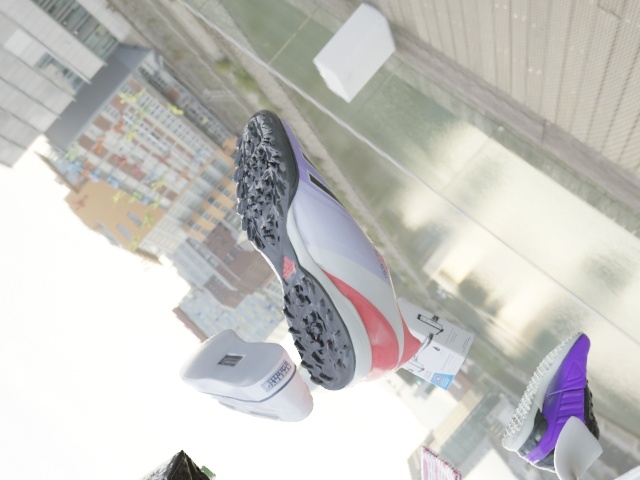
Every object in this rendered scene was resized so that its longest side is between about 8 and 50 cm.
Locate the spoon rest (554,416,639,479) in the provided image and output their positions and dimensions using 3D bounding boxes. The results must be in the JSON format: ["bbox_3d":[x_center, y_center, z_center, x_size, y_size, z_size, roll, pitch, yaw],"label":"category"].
[{"bbox_3d":[0.308,0.231,0.557,0.137,0.084,0.276,51,166,-6],"label":"spoon rest"}]

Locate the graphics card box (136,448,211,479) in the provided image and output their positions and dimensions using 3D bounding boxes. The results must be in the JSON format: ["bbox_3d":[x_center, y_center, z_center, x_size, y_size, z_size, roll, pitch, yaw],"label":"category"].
[{"bbox_3d":[-0.291,0.523,0.981,0.232,0.371,0.094,51,-166,-9],"label":"graphics card box"}]

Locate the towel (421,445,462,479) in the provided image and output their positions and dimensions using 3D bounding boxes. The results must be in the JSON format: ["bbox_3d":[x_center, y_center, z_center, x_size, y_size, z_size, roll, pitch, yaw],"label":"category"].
[{"bbox_3d":[0.274,0.576,1.440,0.029,0.144,0.197,2,179,-15],"label":"towel"}]

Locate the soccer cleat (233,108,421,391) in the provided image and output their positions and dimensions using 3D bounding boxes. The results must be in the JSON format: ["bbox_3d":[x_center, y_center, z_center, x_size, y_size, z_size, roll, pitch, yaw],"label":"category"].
[{"bbox_3d":[0.000,0.000,0.663,0.117,0.108,0.318,-6,-117,-38],"label":"soccer cleat"}]

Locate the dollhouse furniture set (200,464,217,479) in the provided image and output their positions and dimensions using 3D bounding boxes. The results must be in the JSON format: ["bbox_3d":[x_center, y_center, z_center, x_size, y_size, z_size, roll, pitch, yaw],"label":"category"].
[{"bbox_3d":[-0.222,0.548,1.318,0.059,0.076,0.151,20,151,36],"label":"dollhouse furniture set"}]

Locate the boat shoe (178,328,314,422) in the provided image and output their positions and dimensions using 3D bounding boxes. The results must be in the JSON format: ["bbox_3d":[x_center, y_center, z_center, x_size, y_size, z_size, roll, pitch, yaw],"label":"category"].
[{"bbox_3d":[-0.096,0.173,0.756,0.084,0.095,0.258,54,158,-17],"label":"boat shoe"}]

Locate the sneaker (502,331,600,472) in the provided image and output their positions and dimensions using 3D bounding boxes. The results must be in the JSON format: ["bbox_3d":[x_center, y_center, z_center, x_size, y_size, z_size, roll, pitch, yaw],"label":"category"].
[{"bbox_3d":[0.477,0.318,1.198,0.146,0.293,0.102,34,154,12],"label":"sneaker"}]

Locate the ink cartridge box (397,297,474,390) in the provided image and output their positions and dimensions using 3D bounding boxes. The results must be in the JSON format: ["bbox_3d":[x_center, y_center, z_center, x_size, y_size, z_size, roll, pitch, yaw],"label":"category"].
[{"bbox_3d":[0.249,0.253,1.515,0.203,0.086,0.148,26,135,14],"label":"ink cartridge box"}]
